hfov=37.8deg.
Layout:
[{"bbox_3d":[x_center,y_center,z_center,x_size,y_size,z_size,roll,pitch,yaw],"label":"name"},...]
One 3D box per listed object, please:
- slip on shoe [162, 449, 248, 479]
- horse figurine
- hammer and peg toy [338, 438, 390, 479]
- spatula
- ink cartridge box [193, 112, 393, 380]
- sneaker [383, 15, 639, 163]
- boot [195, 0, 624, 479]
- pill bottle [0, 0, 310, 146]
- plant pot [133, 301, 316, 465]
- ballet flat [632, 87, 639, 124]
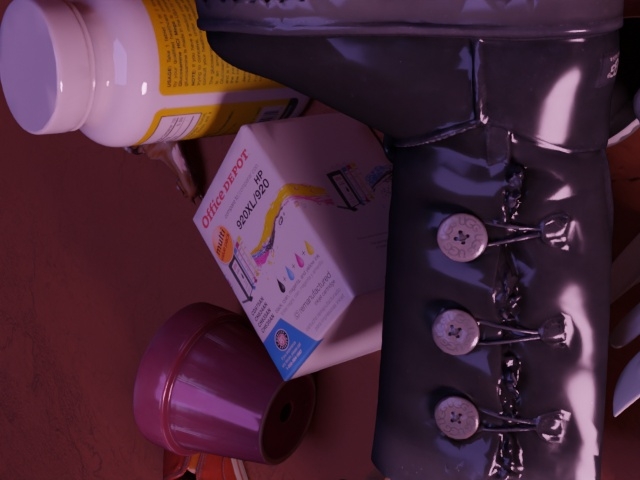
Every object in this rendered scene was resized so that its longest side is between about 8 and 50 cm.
[{"bbox_3d":[-0.190,0.324,1.397,0.123,0.101,0.331,-40,68,48],"label":"slip on shoe"},{"bbox_3d":[-0.230,-0.199,1.336,0.174,0.066,0.263,33,126,46],"label":"horse figurine"},{"bbox_3d":[0.055,0.366,0.939,0.127,0.361,0.266,3,104,28],"label":"hammer and peg toy"},{"bbox_3d":[0.302,0.013,0.745,0.019,0.168,0.242,28,129,-7],"label":"spatula"},{"bbox_3d":[0.000,0.000,1.043,0.233,0.168,0.171,58,136,22],"label":"ink cartridge box"},{"bbox_3d":[0.175,-0.114,0.848,0.283,0.124,0.107,-22,83,49],"label":"sneaker"},{"bbox_3d":[0.072,0.000,0.817,0.366,0.146,0.445,8,116,27],"label":"boot"},{"bbox_3d":[-0.180,-0.207,1.068,0.188,0.333,0.188,15,110,46],"label":"pill bottle"},{"bbox_3d":[-0.114,0.202,1.223,0.180,0.201,0.201,17,113,29],"label":"plant pot"},{"bbox_3d":[0.344,-0.206,0.640,0.139,0.139,0.400,50,129,28],"label":"ballet flat"}]
